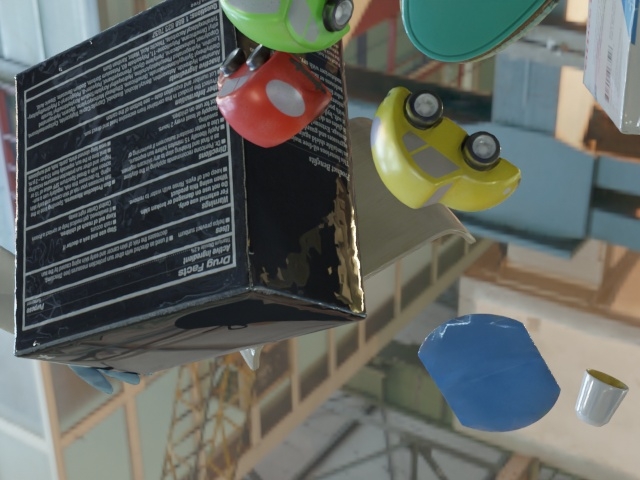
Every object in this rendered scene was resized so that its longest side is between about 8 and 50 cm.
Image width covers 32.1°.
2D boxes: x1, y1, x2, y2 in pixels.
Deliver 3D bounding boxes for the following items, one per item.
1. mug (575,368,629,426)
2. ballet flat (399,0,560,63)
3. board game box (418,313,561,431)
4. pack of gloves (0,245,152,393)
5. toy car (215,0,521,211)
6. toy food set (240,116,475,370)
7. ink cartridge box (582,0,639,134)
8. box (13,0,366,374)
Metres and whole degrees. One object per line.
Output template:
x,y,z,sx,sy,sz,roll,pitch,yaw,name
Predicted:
0.379,0.215,1.501,0.078,0.064,0.062,9,-165,-47,mug
0.096,-0.174,0.451,0.076,0.222,0.079,23,-140,2,ballet flat
0.200,0.147,1.303,0.133,0.169,0.033,-23,-159,26,board game box
-0.248,0.040,1.204,0.232,0.046,0.195,29,-113,10,pack of gloves
-0.008,-0.104,0.657,0.239,0.225,0.053,24,-110,32,toy car
0.000,0.000,1.343,0.306,0.092,0.220,-31,-126,-6,toy food set
0.351,-0.206,1.042,0.168,0.171,0.233,1,-160,3,ink cartridge box
-0.131,-0.045,1.057,0.296,0.294,0.182,-16,158,33,box
